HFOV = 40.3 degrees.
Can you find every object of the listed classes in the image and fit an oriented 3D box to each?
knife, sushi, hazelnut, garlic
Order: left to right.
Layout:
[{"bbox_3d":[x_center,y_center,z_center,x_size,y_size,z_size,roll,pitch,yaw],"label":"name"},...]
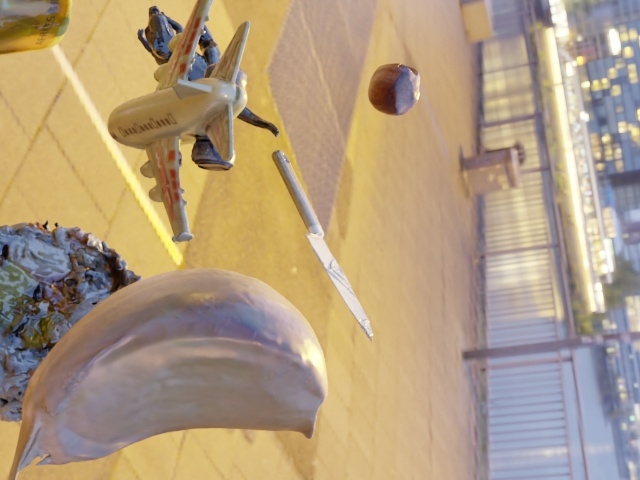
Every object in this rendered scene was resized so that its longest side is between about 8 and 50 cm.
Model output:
[{"bbox_3d":[-0.522,0.131,1.583,0.176,0.417,0.417,112,-13,-50],"label":"sushi"},{"bbox_3d":[-0.153,0.131,0.824,0.151,0.338,0.196,171,-91,-67],"label":"garlic"},{"bbox_3d":[-0.002,0.001,1.087,0.047,0.017,0.298,25,34,-60],"label":"knife"},{"bbox_3d":[0.110,-0.229,1.310,0.086,0.086,0.086,-9,90,-73],"label":"hazelnut"}]

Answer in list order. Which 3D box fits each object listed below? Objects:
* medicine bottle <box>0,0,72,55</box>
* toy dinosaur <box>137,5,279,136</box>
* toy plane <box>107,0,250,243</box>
[{"bbox_3d":[-0.318,-0.191,0.664,0.239,0.124,0.124,-22,105,-37],"label":"medicine bottle"},{"bbox_3d":[-0.159,-0.199,1.098,0.187,0.087,0.179,21,37,-54],"label":"toy dinosaur"},{"bbox_3d":[-0.122,-0.108,0.762,0.092,0.244,0.229,9,83,-26],"label":"toy plane"}]
